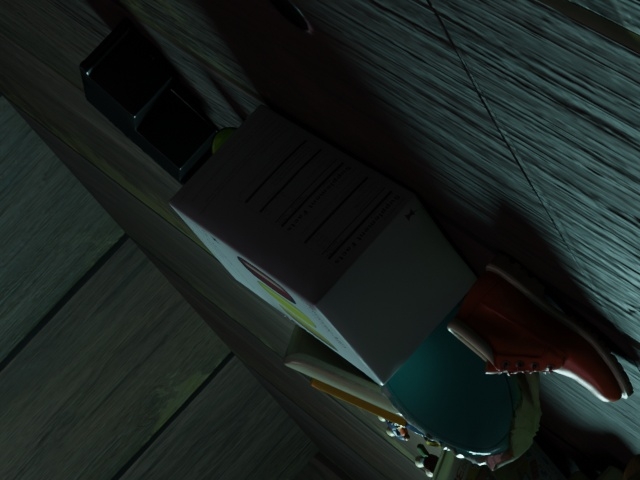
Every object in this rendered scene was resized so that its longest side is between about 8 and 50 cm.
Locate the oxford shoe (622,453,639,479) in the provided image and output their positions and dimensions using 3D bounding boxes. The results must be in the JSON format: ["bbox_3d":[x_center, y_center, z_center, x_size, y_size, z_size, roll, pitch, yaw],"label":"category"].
[{"bbox_3d":[0.355,0.260,1.668,0.212,0.076,0.076,41,-158,-9],"label":"oxford shoe"}]

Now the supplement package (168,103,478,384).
[{"bbox_3d":[0.000,0.000,1.721,0.244,0.134,0.139,33,167,48],"label":"supplement package"}]

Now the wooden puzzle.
[{"bbox_3d":[0.071,0.139,1.927,0.221,0.044,0.239,25,-166,-2],"label":"wooden puzzle"}]

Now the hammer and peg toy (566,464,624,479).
[{"bbox_3d":[0.326,0.343,1.937,0.266,0.127,0.361,44,172,5],"label":"hammer and peg toy"}]

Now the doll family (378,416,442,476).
[{"bbox_3d":[0.122,0.240,2.532,0.193,0.076,0.111,45,176,5],"label":"doll family"}]

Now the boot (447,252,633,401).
[{"bbox_3d":[0.179,0.092,1.537,0.158,0.085,0.059,40,169,11],"label":"boot"}]

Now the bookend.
[{"bbox_3d":[-0.176,-0.144,2.023,0.156,0.072,0.157,42,170,4],"label":"bookend"}]

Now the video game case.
[{"bbox_3d":[0.198,0.302,2.104,0.026,0.206,0.227,-6,137,39],"label":"video game case"}]

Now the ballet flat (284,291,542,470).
[{"bbox_3d":[0.099,0.080,1.793,0.409,0.147,0.147,39,171,44],"label":"ballet flat"}]

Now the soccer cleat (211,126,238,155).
[{"bbox_3d":[-0.058,-0.055,1.974,0.179,0.060,0.072,45,173,-28],"label":"soccer cleat"}]
